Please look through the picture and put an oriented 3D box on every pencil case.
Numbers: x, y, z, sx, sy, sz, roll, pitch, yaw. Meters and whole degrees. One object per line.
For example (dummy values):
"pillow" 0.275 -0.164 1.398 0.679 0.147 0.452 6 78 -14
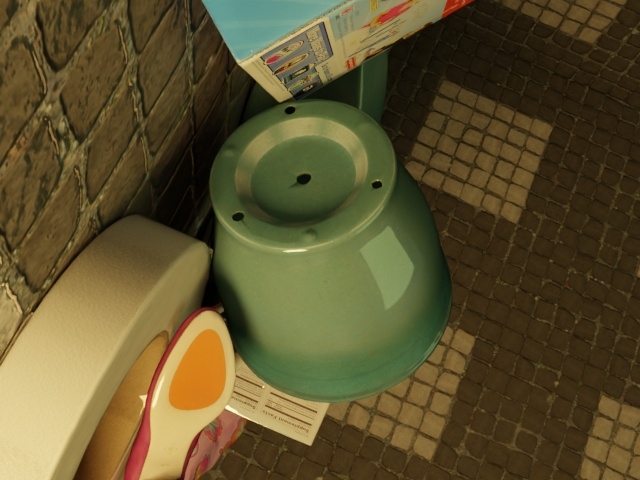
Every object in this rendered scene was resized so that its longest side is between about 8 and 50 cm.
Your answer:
"pencil case" -0.220 0.325 1.304 0.284 0.124 0.124 -42 158 -60

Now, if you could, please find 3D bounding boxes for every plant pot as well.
"plant pot" -0.006 -0.176 1.084 0.165 0.166 0.234 -64 171 -45
"plant pot" 0.000 0.000 0.890 0.255 0.272 0.271 73 37 -57

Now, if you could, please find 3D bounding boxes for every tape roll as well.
"tape roll" -0.212 0.161 0.760 0.392 0.072 0.391 23 90 -88

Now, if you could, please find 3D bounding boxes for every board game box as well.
"board game box" 0.061 -0.240 0.727 0.302 0.086 0.308 -29 -179 4

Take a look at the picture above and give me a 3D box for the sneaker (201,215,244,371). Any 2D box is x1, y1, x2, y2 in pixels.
"sneaker" -0.105 0.064 1.113 0.126 0.128 0.321 43 63 -39

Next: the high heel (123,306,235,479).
"high heel" -0.147 0.168 0.840 0.117 0.082 0.244 -143 -121 -60

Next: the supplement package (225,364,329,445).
"supplement package" -0.044 0.142 1.341 0.199 0.198 0.262 -58 170 -79
